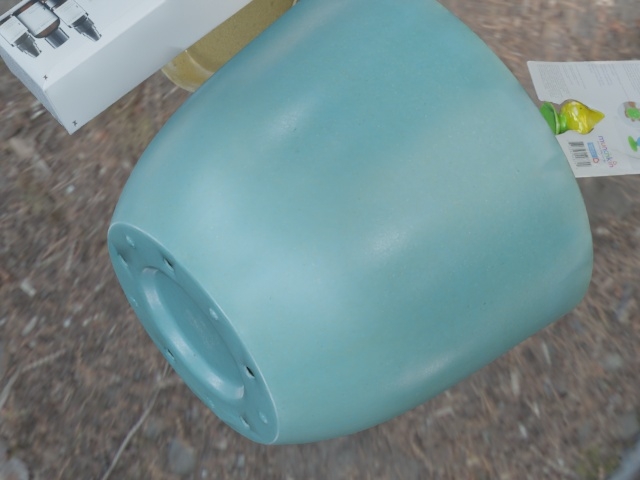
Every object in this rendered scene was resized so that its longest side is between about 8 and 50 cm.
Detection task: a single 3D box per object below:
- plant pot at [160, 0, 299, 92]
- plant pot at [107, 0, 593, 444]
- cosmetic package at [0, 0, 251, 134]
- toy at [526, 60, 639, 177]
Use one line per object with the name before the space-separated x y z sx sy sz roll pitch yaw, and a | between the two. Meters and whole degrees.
plant pot | -0.082 -0.247 1.465 0.032 0.236 0.236 2 102 -42
plant pot | 0.000 0.000 1.124 0.235 0.293 0.293 -37 99 -22
cosmetic package | -0.131 -0.193 1.266 0.239 0.060 0.099 -38 55 -11
toy | 0.310 -0.104 1.516 0.237 0.137 0.056 -1 144 -19
